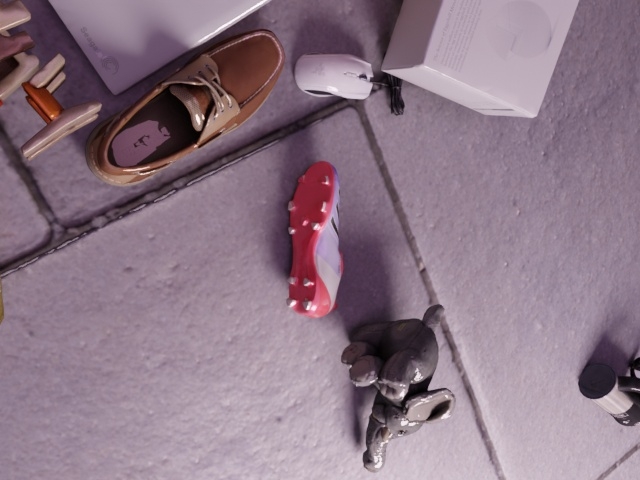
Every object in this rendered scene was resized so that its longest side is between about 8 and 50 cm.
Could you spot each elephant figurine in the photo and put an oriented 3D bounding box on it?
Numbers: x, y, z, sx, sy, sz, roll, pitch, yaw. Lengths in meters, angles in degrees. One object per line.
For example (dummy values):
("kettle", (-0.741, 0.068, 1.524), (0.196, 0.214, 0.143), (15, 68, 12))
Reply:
("elephant figurine", (0.140, 0.259, 0.970), (0.239, 0.186, 0.169), (66, 28, -27))

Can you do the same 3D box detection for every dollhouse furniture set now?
("dollhouse furniture set", (-0.385, -0.202, 0.610), (0.135, 0.259, 0.262), (-42, 110, -16))

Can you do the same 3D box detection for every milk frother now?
("milk frother", (0.640, 0.296, 1.210), (0.135, 0.129, 0.143), (37, 39, -23))

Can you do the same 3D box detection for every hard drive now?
("hard drive", (-0.194, -0.352, 0.721), (0.308, 0.040, 0.203), (-28, 109, 9))

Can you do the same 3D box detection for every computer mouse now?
("computer mouse", (0.053, -0.259, 0.908), (0.193, 0.042, 0.106), (-2, 98, -23))

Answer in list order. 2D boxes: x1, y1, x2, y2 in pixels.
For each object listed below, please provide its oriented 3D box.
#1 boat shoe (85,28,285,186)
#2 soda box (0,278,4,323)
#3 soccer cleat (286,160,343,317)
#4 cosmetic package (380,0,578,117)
("boat shoe", (-0.170, -0.183, 0.781), (0.324, 0.116, 0.123), (-43, 111, -13))
("soda box", (-0.447, 0.023, 0.722), (0.061, 0.058, 0.181), (-5, 99, -23))
("soccer cleat", (0.000, 0.000, 0.909), (0.095, 0.083, 0.248), (6, 90, -53))
("cosmetic package", (0.247, -0.335, 0.880), (0.225, 0.138, 0.224), (15, 97, -25))
